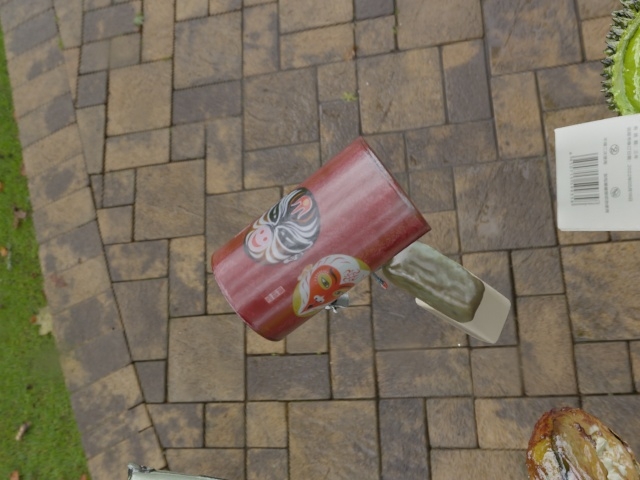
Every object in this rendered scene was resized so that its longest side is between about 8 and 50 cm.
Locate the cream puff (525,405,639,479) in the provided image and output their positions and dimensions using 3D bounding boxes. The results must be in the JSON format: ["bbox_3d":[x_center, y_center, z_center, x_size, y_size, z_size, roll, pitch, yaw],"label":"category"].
[{"bbox_3d":[0.510,0.457,1.080,0.164,0.240,0.240,-47,69,37],"label":"cream puff"}]

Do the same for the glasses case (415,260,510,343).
[{"bbox_3d":[0.402,0.171,1.509,0.076,0.336,0.144,15,77,51],"label":"glasses case"}]

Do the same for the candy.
[{"bbox_3d":[0.253,0.085,1.223,0.233,0.102,0.104,29,69,3],"label":"candy"}]

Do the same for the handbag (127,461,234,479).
[{"bbox_3d":[-0.151,0.379,0.616,0.315,0.109,0.241,9,95,-9],"label":"handbag"}]

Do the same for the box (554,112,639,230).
[{"bbox_3d":[0.486,-0.086,0.634,0.224,0.341,0.144,-5,94,-26],"label":"box"}]

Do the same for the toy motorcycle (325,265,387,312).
[{"bbox_3d":[0.049,0.074,1.219,0.221,0.102,0.150,-33,117,25],"label":"toy motorcycle"}]

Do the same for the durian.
[{"bbox_3d":[0.616,-0.339,1.004,0.169,0.158,0.352,6,114,38],"label":"durian"}]

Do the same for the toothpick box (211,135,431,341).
[{"bbox_3d":[0.000,0.000,0.950,0.333,0.204,0.204,-36,73,11],"label":"toothpick box"}]
